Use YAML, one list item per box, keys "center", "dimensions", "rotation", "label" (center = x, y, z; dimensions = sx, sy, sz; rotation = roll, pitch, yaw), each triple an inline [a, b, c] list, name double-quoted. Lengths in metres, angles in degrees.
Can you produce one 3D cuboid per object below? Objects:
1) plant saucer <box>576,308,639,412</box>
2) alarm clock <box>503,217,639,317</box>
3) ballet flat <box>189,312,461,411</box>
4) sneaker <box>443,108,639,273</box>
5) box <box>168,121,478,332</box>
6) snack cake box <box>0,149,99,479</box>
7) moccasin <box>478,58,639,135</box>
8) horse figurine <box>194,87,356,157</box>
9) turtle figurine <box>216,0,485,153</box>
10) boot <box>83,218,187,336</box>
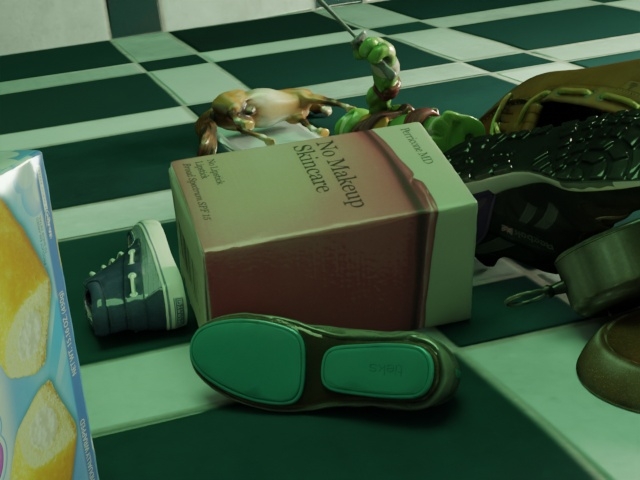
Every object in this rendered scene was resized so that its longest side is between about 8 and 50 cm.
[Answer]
- center: [0.277, 0.084, 0.907]
  dimensions: [0.168, 0.029, 0.168]
  rotation: [-5, 20, 2]
  label: "plant saucer"
- center: [0.242, 0.027, 0.980]
  dimensions: [0.192, 0.064, 0.129]
  rotation: [-15, -13, 1]
  label: "alarm clock"
- center: [0.004, 0.097, 0.918]
  dimensions: [0.213, 0.072, 0.068]
  rotation: [3, -7, 24]
  label: "ballet flat"
- center: [0.225, -0.033, 1.066]
  dimensions: [0.107, 0.124, 0.283]
  rotation: [-42, 24, -29]
  label: "sneaker"
- center: [0.000, 0.000, 1.034]
  dimensions: [0.232, 0.127, 0.149]
  rotation: [-11, 36, -13]
  label: "box"
- center: [-0.198, 0.098, 0.637]
  dimensions: [0.089, 0.264, 0.152]
  rotation: [0, 20, 15]
  label: "snack cake box"
- center: [0.245, -0.089, 1.206]
  dimensions: [0.147, 0.139, 0.380]
  rotation: [-31, 15, -22]
  label: "moccasin"
- center: [-0.076, -0.181, 1.739]
  dimensions: [0.263, 0.066, 0.174]
  rotation: [-13, 25, -27]
  label: "horse figurine"
- center: [0.035, -0.112, 1.312]
  dimensions: [0.198, 0.275, 0.266]
  rotation: [-46, 33, -7]
  label: "turtle figurine"
- center: [-0.184, 0.031, 1.134]
  dimensions: [0.086, 0.069, 0.190]
  rotation: [-8, 20, -14]
  label: "boot"
